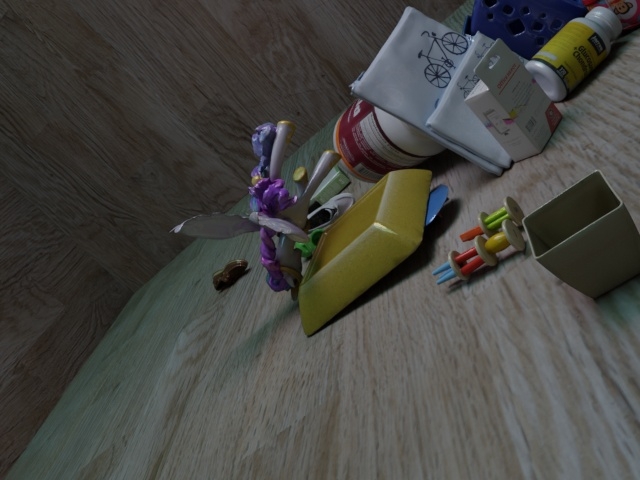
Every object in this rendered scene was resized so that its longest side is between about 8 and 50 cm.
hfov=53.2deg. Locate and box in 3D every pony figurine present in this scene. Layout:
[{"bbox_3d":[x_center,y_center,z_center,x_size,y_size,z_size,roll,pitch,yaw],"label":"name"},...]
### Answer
[{"bbox_3d":[-0.105,-0.068,1.421,0.303,0.351,0.363,4,77,37],"label":"pony figurine"}]

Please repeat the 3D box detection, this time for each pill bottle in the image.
[{"bbox_3d":[0.504,-0.373,1.270,0.184,0.103,0.103,-45,15,-1],"label":"pill bottle"},{"bbox_3d":[0.197,-0.287,1.526,0.224,0.224,0.392,-49,9,-20],"label":"pill bottle"}]

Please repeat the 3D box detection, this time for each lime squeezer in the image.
[{"bbox_3d":[0.000,0.000,1.707,0.110,0.058,0.310,-17,-8,-40],"label":"lime squeezer"}]

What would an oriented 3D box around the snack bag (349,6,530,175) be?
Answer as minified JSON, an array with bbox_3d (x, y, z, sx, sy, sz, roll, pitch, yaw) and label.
[{"bbox_3d":[0.269,-0.323,1.293,0.323,0.343,0.037,-59,-3,-31],"label":"snack bag"}]

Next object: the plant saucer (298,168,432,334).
[{"bbox_3d":[0.080,-0.001,1.344,0.333,0.081,0.332,-42,14,31],"label":"plant saucer"}]

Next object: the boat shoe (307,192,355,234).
[{"bbox_3d":[0.021,-0.074,1.732,0.184,0.066,0.063,-25,6,-15],"label":"boat shoe"}]

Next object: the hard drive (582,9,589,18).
[{"bbox_3d":[0.728,-0.646,1.556,0.307,0.040,0.203,-43,15,3],"label":"hard drive"}]

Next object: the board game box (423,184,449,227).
[{"bbox_3d":[0.204,-0.035,1.274,0.169,0.033,0.133,-42,14,36],"label":"board game box"}]

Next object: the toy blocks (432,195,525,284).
[{"bbox_3d":[0.245,0.006,1.008,0.148,0.054,0.123,-34,18,33],"label":"toy blocks"}]

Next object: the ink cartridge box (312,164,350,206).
[{"bbox_3d":[-0.012,-0.146,2.102,0.235,0.056,0.171,-45,14,8],"label":"ink cartridge box"}]

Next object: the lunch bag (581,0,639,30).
[{"bbox_3d":[0.692,-0.548,1.256,0.258,0.120,0.293,-47,16,-26],"label":"lunch bag"}]

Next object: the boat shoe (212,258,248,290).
[{"bbox_3d":[-0.301,0.117,2.147,0.178,0.064,0.060,-33,49,40],"label":"boat shoe"}]

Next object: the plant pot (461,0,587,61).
[{"bbox_3d":[0.464,-0.531,1.520,0.236,0.236,0.212,-67,2,-52],"label":"plant pot"}]

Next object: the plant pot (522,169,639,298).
[{"bbox_3d":[0.317,0.001,0.749,0.109,0.096,0.109,-37,15,23],"label":"plant pot"}]

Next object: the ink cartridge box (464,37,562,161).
[{"bbox_3d":[0.347,-0.259,1.185,0.115,0.198,0.067,-52,17,-28],"label":"ink cartridge box"}]
